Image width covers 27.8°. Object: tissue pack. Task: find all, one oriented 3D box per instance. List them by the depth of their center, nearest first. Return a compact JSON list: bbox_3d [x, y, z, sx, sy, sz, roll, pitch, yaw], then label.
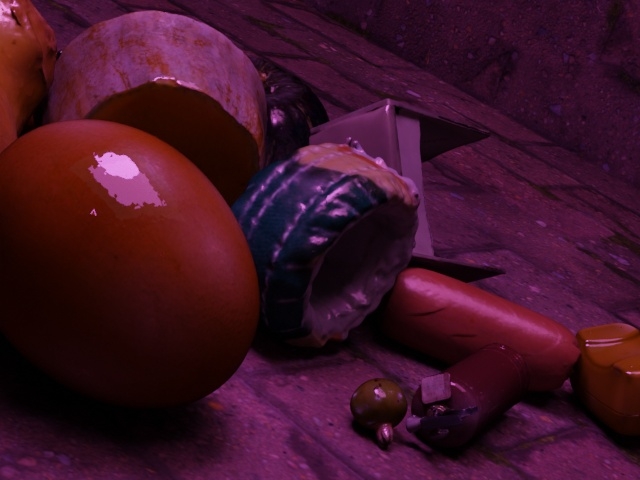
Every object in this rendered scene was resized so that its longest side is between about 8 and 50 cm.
[{"bbox_3d":[0.445,0.210,1.899,0.123,0.127,0.178,-5,21,-18],"label":"tissue pack"}]

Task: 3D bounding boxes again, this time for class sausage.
[{"bbox_3d":[0.232,0.133,1.887,0.304,0.121,0.121,21,19,-1],"label":"sausage"}]

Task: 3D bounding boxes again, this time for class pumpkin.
[{"bbox_3d":[-0.232,-0.122,1.769,0.332,0.332,0.199,15,34,-17],"label":"pumpkin"},{"bbox_3d":[-0.138,-0.165,2.108,0.323,0.241,0.323,17,30,-11],"label":"pumpkin"}]

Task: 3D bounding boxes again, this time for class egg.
[{"bbox_3d":[-0.225,0.028,1.429,0.351,0.282,0.282,44,18,-7],"label":"egg"}]

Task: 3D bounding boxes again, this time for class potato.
[{"bbox_3d":[-0.449,-0.128,1.605,0.397,0.289,0.296,-27,44,-33],"label":"potato"}]

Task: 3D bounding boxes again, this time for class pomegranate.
[{"bbox_3d":[0.077,0.213,1.609,0.073,0.073,0.084,-14,76,-59],"label":"pomegranate"}]

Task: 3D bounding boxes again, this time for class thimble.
[{"bbox_3d":[0.000,0.000,1.762,0.167,0.288,0.254,31,-21,32],"label":"thimble"}]

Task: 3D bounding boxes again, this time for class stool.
[{"bbox_3d":[0.135,-0.060,2.012,0.170,0.243,0.270,-18,-19,41],"label":"stool"}]

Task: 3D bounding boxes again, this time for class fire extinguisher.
[{"bbox_3d":[0.191,0.204,1.683,0.105,0.104,0.269,29,20,21],"label":"fire extinguisher"}]

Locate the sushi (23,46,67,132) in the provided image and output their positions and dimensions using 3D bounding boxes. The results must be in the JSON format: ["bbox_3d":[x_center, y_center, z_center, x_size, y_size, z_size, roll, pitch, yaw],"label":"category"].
[{"bbox_3d":[-0.467,-0.253,2.097,0.296,0.179,0.167,11,16,-30],"label":"sushi"}]
